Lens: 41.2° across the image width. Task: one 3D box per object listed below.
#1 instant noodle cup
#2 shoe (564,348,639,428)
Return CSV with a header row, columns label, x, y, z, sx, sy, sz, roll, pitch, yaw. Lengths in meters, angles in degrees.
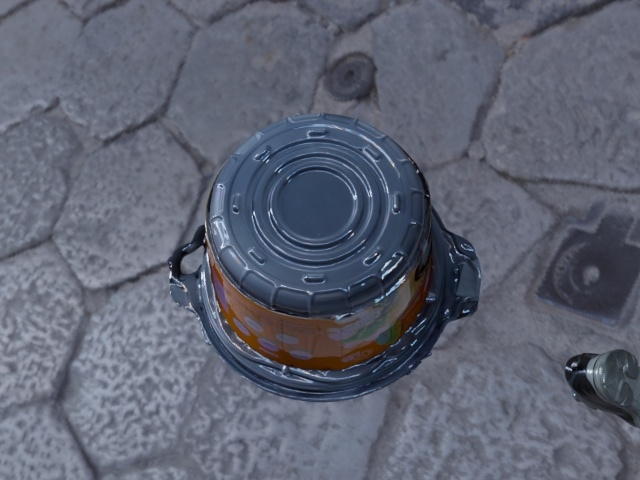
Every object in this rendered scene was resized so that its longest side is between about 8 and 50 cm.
label,x,y,z,sx,sy,sz,roll,pitch,yaw
instant noodle cup,0.000,0.000,0.528,0.208,0.125,0.177,-13,68,-3
shoe,0.338,0.173,1.002,0.099,0.169,0.071,1,63,49
